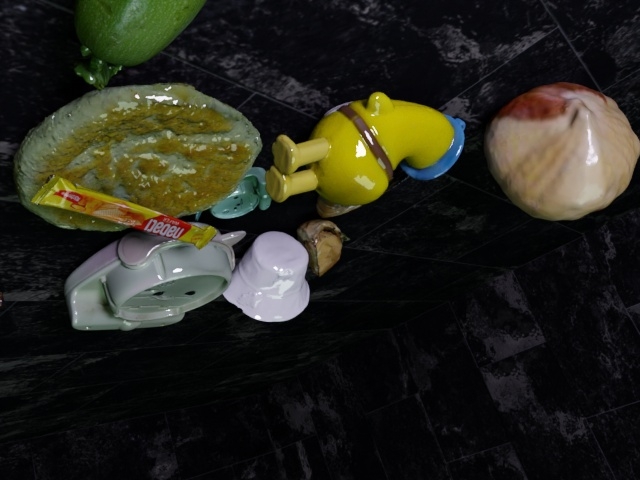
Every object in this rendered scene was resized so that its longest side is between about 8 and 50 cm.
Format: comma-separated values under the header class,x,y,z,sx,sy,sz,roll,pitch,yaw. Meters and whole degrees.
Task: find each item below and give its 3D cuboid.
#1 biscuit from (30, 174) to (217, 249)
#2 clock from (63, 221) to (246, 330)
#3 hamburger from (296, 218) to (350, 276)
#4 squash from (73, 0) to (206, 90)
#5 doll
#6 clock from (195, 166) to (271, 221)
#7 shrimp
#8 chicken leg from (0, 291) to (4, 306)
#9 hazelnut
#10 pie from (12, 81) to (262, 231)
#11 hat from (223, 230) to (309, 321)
class,x,y,z,sx,sy,sz,roll,pitch,yaw
biscuit,-0.249,-0.034,0.769,0.048,0.026,0.292,-49,150,12
clock,-0.291,0.065,1.063,0.324,0.108,0.265,-32,157,29
hamburger,0.005,-0.001,1.236,0.102,0.087,0.176,-38,152,-16
squash,-0.114,-0.247,0.443,0.101,0.101,0.379,0,153,-45
doll,0.092,-0.142,0.861,0.363,0.145,0.199,-18,150,-31
clock,-0.150,-0.072,0.944,0.135,0.041,0.101,-17,160,-10
shrimp,0.085,-0.118,1.060,0.198,0.051,0.262,-25,164,-9
chicken leg,-0.623,0.089,0.893,0.106,0.051,0.253,-30,158,8
hazelnut,0.422,-0.160,0.986,0.261,0.261,0.241,-16,159,-12
pie,-0.230,-0.106,0.744,0.323,0.070,0.323,-18,158,-7
hat,-0.098,0.060,1.191,0.203,0.203,0.126,-6,136,-35
